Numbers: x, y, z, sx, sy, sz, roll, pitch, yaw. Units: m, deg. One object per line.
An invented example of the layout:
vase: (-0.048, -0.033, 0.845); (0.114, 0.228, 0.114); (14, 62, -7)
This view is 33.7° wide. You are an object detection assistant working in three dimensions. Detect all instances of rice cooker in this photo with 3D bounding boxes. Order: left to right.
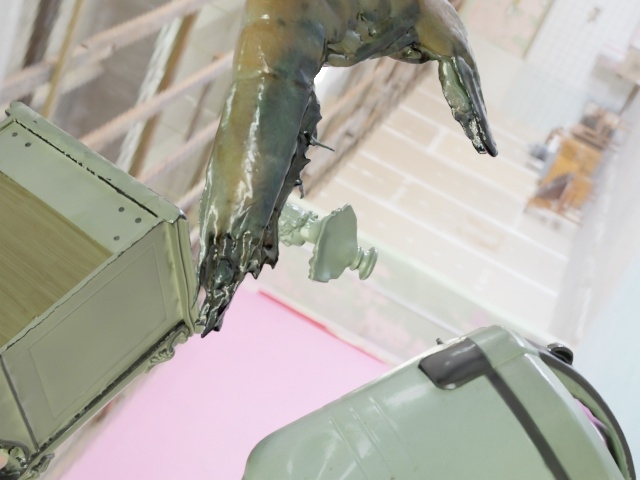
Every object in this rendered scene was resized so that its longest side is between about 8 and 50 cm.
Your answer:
rice cooker: (0.086, 0.183, 0.659); (0.244, 0.226, 0.226); (-27, -15, -12)

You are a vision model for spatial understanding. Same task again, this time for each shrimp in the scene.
shrimp: (0.023, -0.049, 0.648); (0.051, 0.198, 0.262); (1, 74, 62)

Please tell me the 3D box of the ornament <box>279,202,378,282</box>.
ornament: (0.003, 0.001, 0.852); (0.068, 0.092, 0.041); (-41, 5, -21)

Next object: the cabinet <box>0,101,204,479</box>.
cabinet: (-0.347, 0.068, 1.195); (0.318, 0.290, 0.227); (-43, -28, -29)
